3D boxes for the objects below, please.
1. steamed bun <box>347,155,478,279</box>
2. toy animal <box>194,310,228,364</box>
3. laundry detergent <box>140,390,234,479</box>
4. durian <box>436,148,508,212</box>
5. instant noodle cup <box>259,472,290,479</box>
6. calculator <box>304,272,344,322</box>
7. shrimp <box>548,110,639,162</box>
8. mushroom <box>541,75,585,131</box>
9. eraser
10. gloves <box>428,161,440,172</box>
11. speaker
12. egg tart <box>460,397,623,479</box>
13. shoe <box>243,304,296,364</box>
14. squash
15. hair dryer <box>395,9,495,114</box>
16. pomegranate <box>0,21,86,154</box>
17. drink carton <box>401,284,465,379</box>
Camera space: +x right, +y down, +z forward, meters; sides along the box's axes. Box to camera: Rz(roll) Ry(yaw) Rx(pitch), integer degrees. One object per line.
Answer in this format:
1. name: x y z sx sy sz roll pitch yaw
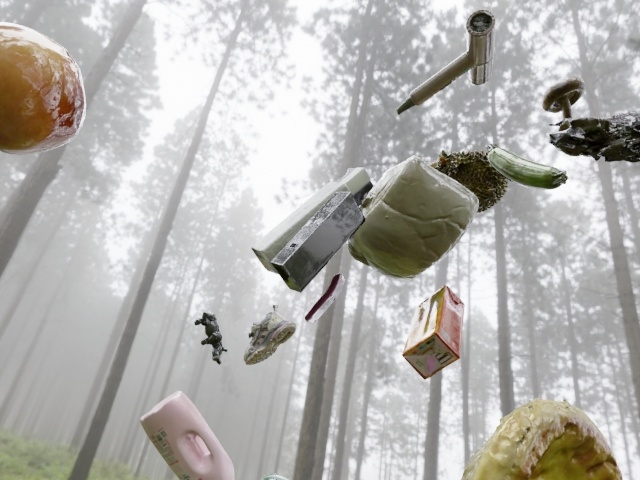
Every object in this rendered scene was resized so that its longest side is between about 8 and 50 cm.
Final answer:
1. steamed bun: 0.199 -0.024 1.132 0.247 0.236 0.383 37 -12 -1
2. toy animal: -0.269 0.246 1.158 0.047 0.136 0.065 -25 -12 8
3. laundry detergent: -0.285 0.524 1.092 0.159 0.088 0.335 -37 -90 26
4. durian: 0.564 -0.228 1.757 0.292 0.258 0.258 12 -25 27
5. instant noodle cup: -0.154 0.533 0.798 0.215 0.216 0.236 -16 -26 38
6. calculator: 0.019 0.196 1.516 0.034 0.190 0.126 35 -8 15
7. shrimp: 0.416 -0.102 0.515 0.290 0.222 0.054 -1 -60 -5
8. mushroom: 0.541 -0.303 1.038 0.088 0.073 0.130 -13 -62 -21
9. eraser: -0.013 -0.063 1.359 0.098 0.404 0.096 57 -19 -23
10. gloves: 0.322 -0.145 1.374 0.164 0.124 0.203 5 -55 -10
11. speaker: 0.000 0.000 0.934 0.044 0.218 0.082 11 -38 49
12. egg tart: 0.304 0.386 0.649 0.341 0.341 0.132 24 -25 -23
13. shoe: -0.154 0.257 1.248 0.180 0.092 0.089 -44 -26 12
14. squash: 0.549 -0.190 1.247 0.071 0.318 0.080 -45 -60 5
15. hair dryer: 0.243 -0.340 0.931 0.220 0.054 0.195 -26 -16 12
16. pomegranate: -0.478 -0.233 0.726 0.209 0.209 0.209 7 -29 4
17. drink carton: 0.246 0.187 0.981 0.071 0.223 0.096 46 -63 -1
